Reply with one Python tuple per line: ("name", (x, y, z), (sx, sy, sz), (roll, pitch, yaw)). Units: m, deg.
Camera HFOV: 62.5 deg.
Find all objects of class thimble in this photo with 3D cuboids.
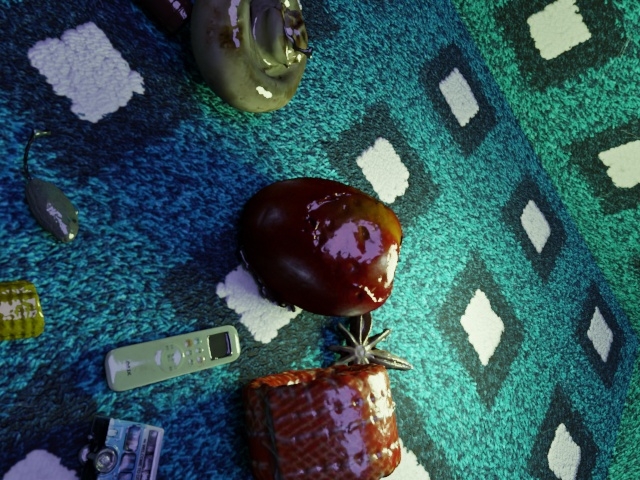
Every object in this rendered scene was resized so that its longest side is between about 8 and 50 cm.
("thimble", (0.008, 0.405, 1.175), (0.350, 0.350, 0.231), (0, 78, -40))

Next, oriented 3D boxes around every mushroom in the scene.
("mushroom", (-0.143, -0.504, 1.316), (0.362, 0.294, 0.363), (-11, 103, -57))

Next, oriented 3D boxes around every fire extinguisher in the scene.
("fire extinguisher", (-0.447, -0.662, 1.269), (0.341, 0.105, 0.141), (46, 13, -20))

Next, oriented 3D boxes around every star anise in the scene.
("star anise", (0.123, 0.313, 1.444), (0.198, 0.110, 0.258), (-36, 85, -16))

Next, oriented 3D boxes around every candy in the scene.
("candy", (-0.593, 0.128, 0.912), (0.198, 0.094, 0.106), (-4, 86, -35))

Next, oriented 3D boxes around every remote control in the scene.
("remote control", (-0.313, 0.250, 1.144), (0.309, 0.038, 0.090), (-5, 80, -41))

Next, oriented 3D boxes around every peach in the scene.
("peach", (0.000, 0.000, 1.342), (0.416, 0.353, 0.339), (15, 51, 9))

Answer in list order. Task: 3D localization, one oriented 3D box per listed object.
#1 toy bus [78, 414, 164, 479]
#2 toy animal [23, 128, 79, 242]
("toy bus", (-0.386, 0.484, 0.972), (0.130, 0.106, 0.298), (22, 66, -36))
("toy animal", (-0.548, -0.107, 1.045), (0.253, 0.070, 0.079), (65, 12, 10))
